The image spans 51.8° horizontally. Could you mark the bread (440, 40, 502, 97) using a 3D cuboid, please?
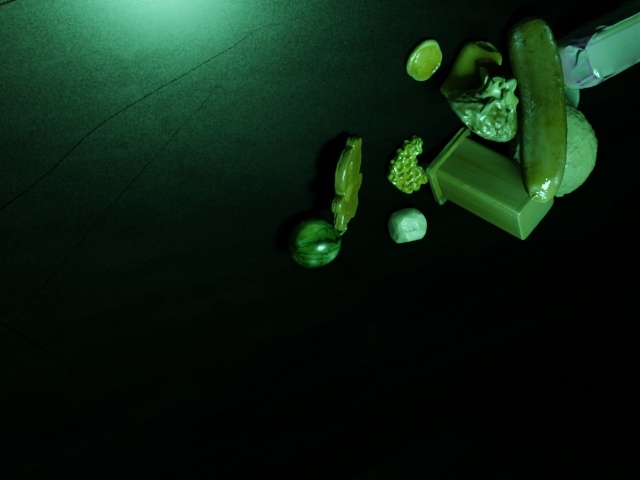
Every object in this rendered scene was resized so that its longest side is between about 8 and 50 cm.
[{"bbox_3d":[0.407,-0.436,1.745,0.134,0.085,0.173,-1,129,-39],"label":"bread"}]

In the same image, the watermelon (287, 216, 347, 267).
[{"bbox_3d":[0.000,0.000,1.798,0.187,0.141,0.141,-17,137,-28],"label":"watermelon"}]

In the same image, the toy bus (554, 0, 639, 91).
[{"bbox_3d":[0.830,-0.564,1.863,0.386,0.162,0.171,-29,105,-13],"label":"toy bus"}]

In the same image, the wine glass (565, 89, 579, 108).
[{"bbox_3d":[0.767,-0.476,2.025,0.066,0.066,0.198,-36,143,-5],"label":"wine glass"}]

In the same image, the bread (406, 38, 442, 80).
[{"bbox_3d":[0.262,-0.453,1.657,0.110,0.024,0.110,-23,140,-21],"label":"bread"}]

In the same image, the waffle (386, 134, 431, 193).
[{"bbox_3d":[0.266,-0.209,1.885,0.149,0.051,0.194,-48,142,11],"label":"waffle"}]

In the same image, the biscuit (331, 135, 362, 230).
[{"bbox_3d":[0.068,-0.150,1.725,0.184,0.035,0.249,-57,155,-48],"label":"biscuit"}]

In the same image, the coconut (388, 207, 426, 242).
[{"bbox_3d":[0.272,-0.044,2.010,0.124,0.110,0.110,-15,136,-23],"label":"coconut"}]

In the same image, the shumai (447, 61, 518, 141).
[{"bbox_3d":[0.432,-0.352,1.659,0.209,0.161,0.153,24,121,-16],"label":"shumai"}]

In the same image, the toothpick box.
[{"bbox_3d":[0.487,-0.155,1.885,0.187,0.308,0.190,-47,145,-11],"label":"toothpick box"}]

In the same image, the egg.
[{"bbox_3d":[0.715,-0.283,2.023,0.279,0.279,0.311,-23,123,-20],"label":"egg"}]

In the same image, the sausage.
[{"bbox_3d":[0.575,-0.346,1.723,0.136,0.502,0.123,-1,174,-24],"label":"sausage"}]
